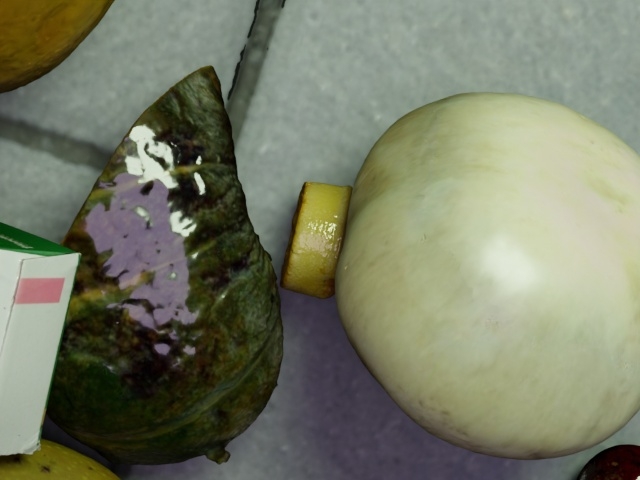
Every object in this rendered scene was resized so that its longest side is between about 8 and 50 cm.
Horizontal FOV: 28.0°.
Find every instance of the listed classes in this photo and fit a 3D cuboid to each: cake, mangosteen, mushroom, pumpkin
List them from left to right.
[{"bbox_3d":[-0.090,0.035,0.853,0.163,0.111,0.278,31,94,8],"label":"pumpkin"},{"bbox_3d":[0.000,0.000,0.893,0.044,0.084,0.084,11,96,-6],"label":"cake"},{"bbox_3d":[0.111,0.035,0.858,0.260,0.234,0.253,-3,58,-37],"label":"mushroom"},{"bbox_3d":[0.227,0.190,0.949,0.081,0.081,0.080,-1,98,-6],"label":"mangosteen"}]

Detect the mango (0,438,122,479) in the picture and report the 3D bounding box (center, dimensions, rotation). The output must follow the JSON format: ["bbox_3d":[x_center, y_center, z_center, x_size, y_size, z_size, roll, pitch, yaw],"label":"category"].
[{"bbox_3d":[-0.239,0.204,0.832,0.330,0.176,0.175,29,99,-28],"label":"mango"}]

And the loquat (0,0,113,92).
[{"bbox_3d":[-0.237,-0.222,0.756,0.276,0.276,0.283,1,79,-6],"label":"loquat"}]

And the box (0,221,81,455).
[{"bbox_3d":[-0.259,0.045,0.822,0.199,0.081,0.135,18,97,30],"label":"box"}]
